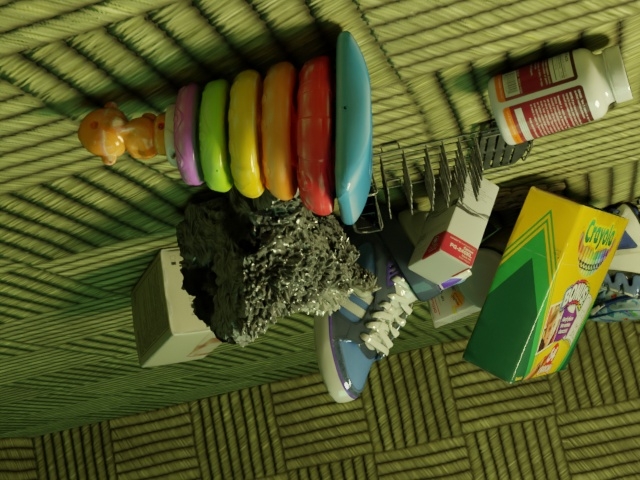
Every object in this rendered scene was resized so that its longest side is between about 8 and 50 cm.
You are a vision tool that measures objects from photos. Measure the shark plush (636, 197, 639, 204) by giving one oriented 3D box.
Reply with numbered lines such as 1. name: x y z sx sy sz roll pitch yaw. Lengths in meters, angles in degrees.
1. shark plush: 0.682 -0.093 2.028 0.067 0.073 0.161 -26 157 -39

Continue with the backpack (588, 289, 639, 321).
1. backpack: 0.693 0.068 2.296 0.290 0.273 0.355 -1 152 -15

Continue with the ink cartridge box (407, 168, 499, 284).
1. ink cartridge box: 0.205 -0.021 1.616 0.063 0.150 0.109 29 155 -11

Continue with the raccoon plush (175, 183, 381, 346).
1. raccoon plush: 0.000 0.000 1.476 0.299 0.216 0.446 -13 169 -32

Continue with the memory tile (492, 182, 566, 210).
1. memory tile: 0.346 -0.073 1.837 0.148 0.012 0.113 -7 166 -21

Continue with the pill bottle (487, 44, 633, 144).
1. pill bottle: 0.277 -0.171 1.212 0.152 0.086 0.086 -16 166 19

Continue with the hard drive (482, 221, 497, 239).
1. hard drive: 0.186 0.037 1.907 0.255 0.054 0.172 -30 178 -33

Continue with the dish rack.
1. dish rack: 0.168 -0.091 1.480 0.272 0.074 0.208 -12 168 3

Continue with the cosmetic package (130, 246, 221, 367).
1. cosmetic package: -0.239 0.118 1.837 0.129 0.153 0.296 -5 167 -22

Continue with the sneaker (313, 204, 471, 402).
1. sneaker: 0.124 0.095 1.691 0.236 0.322 0.130 -9 150 24

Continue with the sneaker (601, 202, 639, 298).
1. sneaker: 0.558 0.004 2.112 0.316 0.182 0.127 16 178 19

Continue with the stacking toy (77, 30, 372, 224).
1. stacking toy: -0.098 -0.107 1.072 0.302 0.175 0.166 -1 169 3

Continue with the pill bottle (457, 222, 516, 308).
1. pill bottle: 0.353 0.040 1.977 0.119 0.119 0.208 -23 -175 41

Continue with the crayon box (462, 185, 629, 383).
1. crayon box: 0.407 0.079 1.853 0.106 0.313 0.363 26 -171 26

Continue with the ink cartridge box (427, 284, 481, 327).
1. ink cartridge box: 0.289 0.113 2.262 0.181 0.104 0.062 -28 158 35
